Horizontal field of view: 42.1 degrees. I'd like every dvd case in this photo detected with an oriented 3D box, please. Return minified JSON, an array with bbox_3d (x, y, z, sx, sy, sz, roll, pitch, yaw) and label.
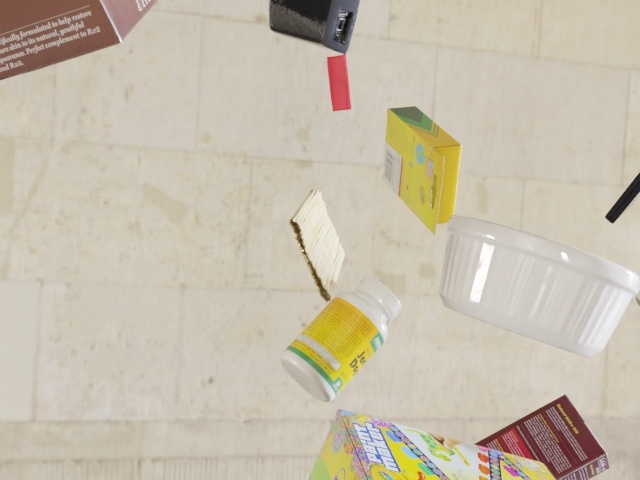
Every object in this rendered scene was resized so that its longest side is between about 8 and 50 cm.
[{"bbox_3d":[0.582,-0.145,1.389,0.022,0.180,0.253,42,54,16],"label":"dvd case"}]

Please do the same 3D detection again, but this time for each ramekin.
[{"bbox_3d":[0.289,0.067,1.149,0.273,0.127,0.273,19,-1,0],"label":"ramekin"}]

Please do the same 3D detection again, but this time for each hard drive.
[{"bbox_3d":[-0.005,-0.428,1.272,0.054,0.254,0.172,-9,27,-44],"label":"hard drive"}]

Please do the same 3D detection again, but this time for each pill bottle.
[{"bbox_3d":[0.040,0.163,1.418,0.118,0.208,0.117,39,-20,16],"label":"pill bottle"}]

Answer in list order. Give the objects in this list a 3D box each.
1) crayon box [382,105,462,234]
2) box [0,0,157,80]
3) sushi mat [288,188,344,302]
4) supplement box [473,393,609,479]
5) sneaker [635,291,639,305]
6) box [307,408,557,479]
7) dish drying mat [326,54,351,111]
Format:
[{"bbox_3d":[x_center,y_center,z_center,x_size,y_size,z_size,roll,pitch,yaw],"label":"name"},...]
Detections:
[{"bbox_3d":[0.247,-0.172,1.984,0.081,0.202,0.318,-7,31,-16],"label":"crayon box"},{"bbox_3d":[-0.315,-0.375,1.139,0.191,0.143,0.381,-11,30,18],"label":"box"},{"bbox_3d":[0.000,0.000,1.491,0.019,0.151,0.316,-21,10,10],"label":"sushi mat"},{"bbox_3d":[0.357,0.385,1.437,0.239,0.130,0.073,-29,-41,2],"label":"supplement box"},{"bbox_3d":[0.772,0.041,1.553,0.169,0.257,0.447,11,0,-12],"label":"sneaker"},{"bbox_3d":[0.106,0.380,0.915,0.279,0.289,0.177,18,14,-17],"label":"box"},{"bbox_3d":[0.029,-0.241,1.274,0.032,0.083,0.008,-2,10,24],"label":"dish drying mat"}]
